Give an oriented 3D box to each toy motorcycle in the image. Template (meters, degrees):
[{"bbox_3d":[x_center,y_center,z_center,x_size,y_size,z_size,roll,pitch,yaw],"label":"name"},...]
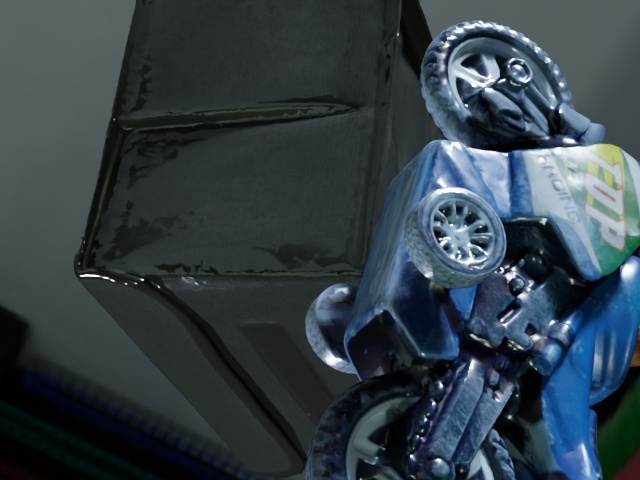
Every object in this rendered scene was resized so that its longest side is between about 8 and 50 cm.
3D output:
[{"bbox_3d":[0.075,0.030,0.514,0.092,0.136,0.254,-47,-160,52],"label":"toy motorcycle"}]

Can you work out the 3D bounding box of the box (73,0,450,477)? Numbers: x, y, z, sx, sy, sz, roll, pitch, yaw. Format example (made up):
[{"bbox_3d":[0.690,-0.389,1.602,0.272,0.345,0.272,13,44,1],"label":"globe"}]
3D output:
[{"bbox_3d":[-0.001,0.000,1.070,0.345,0.205,0.251,58,34,-53],"label":"box"}]

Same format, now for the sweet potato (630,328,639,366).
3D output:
[{"bbox_3d":[0.213,0.071,1.010,0.117,0.049,0.049,24,-95,39],"label":"sweet potato"}]
